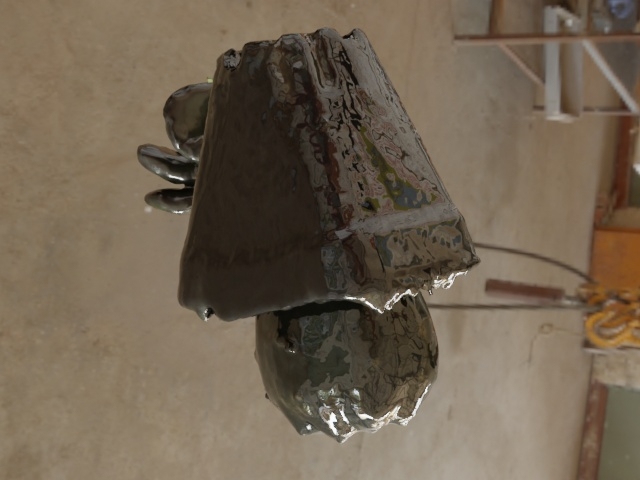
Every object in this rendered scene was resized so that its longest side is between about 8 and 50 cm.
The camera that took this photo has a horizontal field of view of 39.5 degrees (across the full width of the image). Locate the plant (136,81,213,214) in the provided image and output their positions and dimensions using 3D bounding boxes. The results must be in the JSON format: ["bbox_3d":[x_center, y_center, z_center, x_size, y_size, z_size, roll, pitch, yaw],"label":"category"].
[{"bbox_3d":[-0.037,-0.042,0.883,0.188,0.276,0.199,-55,179,40],"label":"plant"}]

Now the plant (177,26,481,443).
[{"bbox_3d":[0.000,0.000,0.563,0.141,0.164,0.256,-17,96,-50],"label":"plant"}]

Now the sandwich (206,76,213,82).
[{"bbox_3d":[-0.164,-0.252,1.521,0.044,0.030,0.083,-59,150,-36],"label":"sandwich"}]
